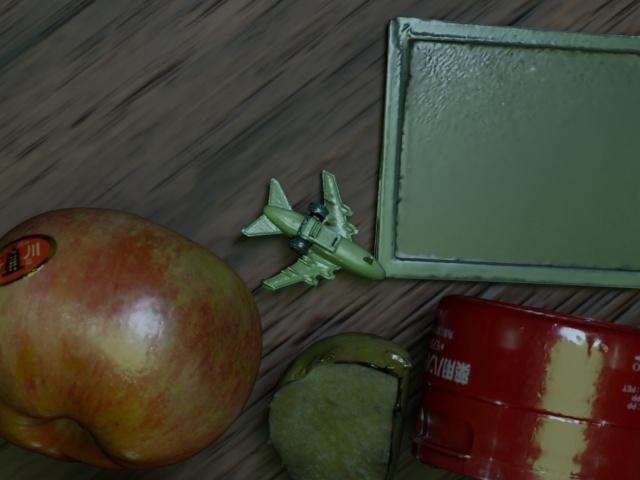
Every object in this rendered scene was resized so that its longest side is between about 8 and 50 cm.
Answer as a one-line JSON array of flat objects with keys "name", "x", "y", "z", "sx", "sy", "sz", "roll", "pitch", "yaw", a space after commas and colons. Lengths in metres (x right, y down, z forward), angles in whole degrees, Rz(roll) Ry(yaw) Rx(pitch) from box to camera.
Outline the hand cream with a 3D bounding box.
[{"name": "hand cream", "x": 0.166, "y": 0.113, "z": 1.359, "sx": 0.193, "sy": 0.193, "sz": 0.125, "roll": 11, "pitch": 89, "yaw": -10}]

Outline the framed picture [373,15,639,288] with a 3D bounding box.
[{"name": "framed picture", "x": 0.168, "y": -0.064, "z": 1.438, "sx": 0.252, "sy": 0.014, "sz": 0.197, "roll": 3, "pitch": 93, "yaw": -9}]

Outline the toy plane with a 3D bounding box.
[{"name": "toy plane", "x": 0.000, "y": 0.000, "z": 1.395, "sx": 0.111, "sy": 0.040, "sz": 0.102, "roll": 28, "pitch": 75, "yaw": -1}]

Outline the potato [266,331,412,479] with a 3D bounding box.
[{"name": "potato", "x": 0.018, "y": 0.132, "z": 1.403, "sx": 0.101, "sy": 0.089, "sz": 0.172, "roll": 9, "pitch": 124, "yaw": 10}]

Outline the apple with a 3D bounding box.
[{"name": "apple", "x": -0.149, "y": 0.071, "z": 1.299, "sx": 0.209, "sy": 0.209, "sz": 0.164, "roll": 24, "pitch": 69, "yaw": -10}]
